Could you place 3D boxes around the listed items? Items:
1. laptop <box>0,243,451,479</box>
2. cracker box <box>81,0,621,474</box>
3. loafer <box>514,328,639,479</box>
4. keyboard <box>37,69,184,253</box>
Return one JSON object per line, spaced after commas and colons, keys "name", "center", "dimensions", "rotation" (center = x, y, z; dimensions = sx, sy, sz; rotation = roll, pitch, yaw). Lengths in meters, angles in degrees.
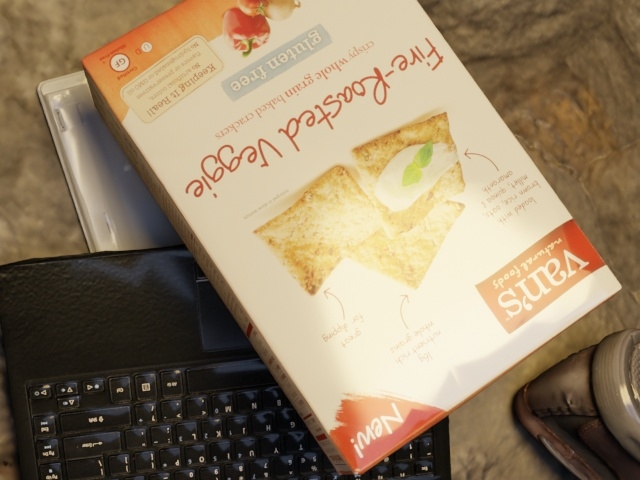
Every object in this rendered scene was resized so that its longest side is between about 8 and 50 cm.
{"name": "laptop", "center": [-0.032, 0.141, 0.512], "dimensions": [0.234, 0.136, 0.264], "rotation": [-6, 103, -9]}
{"name": "cracker box", "center": [0.012, -0.024, 0.514], "dimensions": [0.155, 0.067, 0.232], "rotation": [-33, 83, -12]}
{"name": "loafer", "center": [0.251, 0.168, 0.707], "dimensions": [0.302, 0.095, 0.109], "rotation": [43, 46, -24]}
{"name": "keyboard", "center": [-0.083, 0.027, 0.584], "dimensions": [0.072, 0.014, 0.256], "rotation": [-21, 101, -26]}
